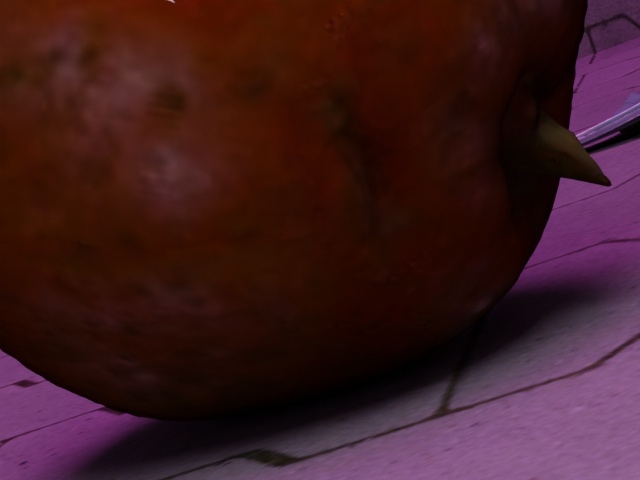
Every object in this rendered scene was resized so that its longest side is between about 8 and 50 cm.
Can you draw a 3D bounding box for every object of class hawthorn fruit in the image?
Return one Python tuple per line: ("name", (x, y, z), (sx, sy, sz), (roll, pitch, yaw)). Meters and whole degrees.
("hawthorn fruit", (-0.026, -0.083, 0.934), (0.403, 0.403, 0.403), (-20, 6, 2))

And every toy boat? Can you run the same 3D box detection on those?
("toy boat", (0.309, -0.136, 1.658), (0.291, 0.067, 0.220), (-23, 6, -3))
